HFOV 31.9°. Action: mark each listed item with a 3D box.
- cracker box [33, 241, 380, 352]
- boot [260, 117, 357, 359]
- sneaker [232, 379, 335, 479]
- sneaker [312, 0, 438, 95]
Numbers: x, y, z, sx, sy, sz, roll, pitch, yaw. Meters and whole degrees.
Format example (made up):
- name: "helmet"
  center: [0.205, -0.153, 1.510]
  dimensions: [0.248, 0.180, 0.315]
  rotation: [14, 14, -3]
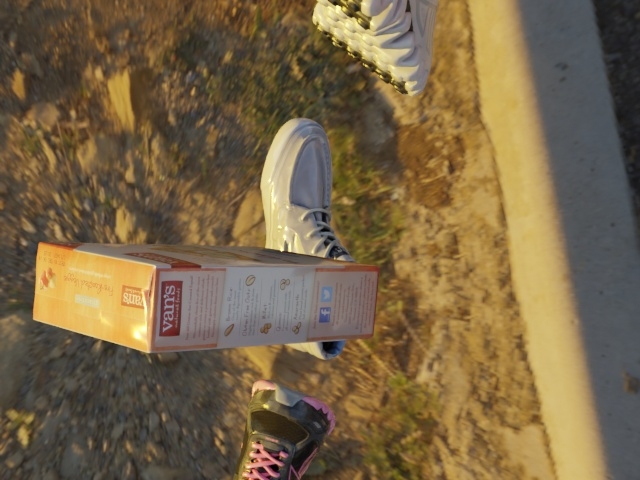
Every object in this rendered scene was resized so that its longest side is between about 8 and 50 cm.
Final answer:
- name: "cracker box"
  center: [-0.087, 0.041, 0.893]
  dimensions: [0.232, 0.156, 0.067]
  rotation: [0, 96, -46]
- name: "boot"
  center: [0.000, 0.000, 1.232]
  dimensions: [0.095, 0.123, 0.258]
  rotation: [-6, 106, -40]
- name: "sneaker"
  center: [-0.026, 0.117, 0.582]
  dimensions: [0.047, 0.119, 0.057]
  rotation: [21, 55, 7]
- name: "sneaker"
  center: [0.055, -0.193, 0.830]
  dimensions: [0.110, 0.292, 0.118]
  rotation: [37, 89, 11]
